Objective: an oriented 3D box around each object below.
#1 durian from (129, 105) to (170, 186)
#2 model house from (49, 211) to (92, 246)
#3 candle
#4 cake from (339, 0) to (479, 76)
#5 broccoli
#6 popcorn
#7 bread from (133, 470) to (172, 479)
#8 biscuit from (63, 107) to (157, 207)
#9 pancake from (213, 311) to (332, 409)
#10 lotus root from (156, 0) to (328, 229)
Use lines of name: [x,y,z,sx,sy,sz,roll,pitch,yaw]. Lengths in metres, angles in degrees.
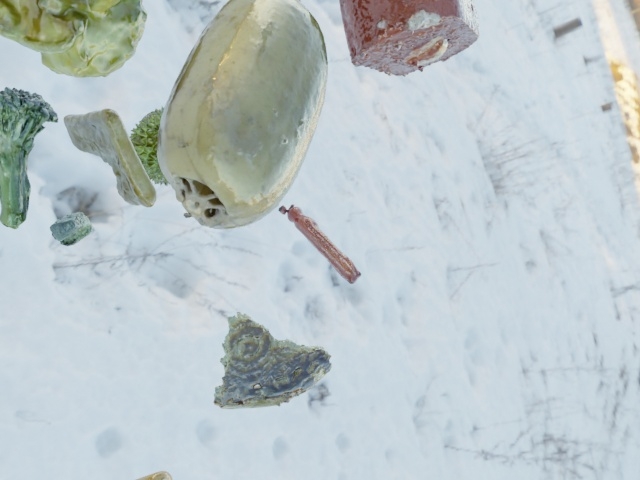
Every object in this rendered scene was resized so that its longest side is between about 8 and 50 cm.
durian: [-0.454,-0.288,2.052,0.225,0.291,0.291,50,33,-16]
model house: [-0.561,-0.022,1.511,0.066,0.078,0.083,61,6,-9]
candle: [0.000,0.000,1.783,0.048,0.051,0.329,23,18,-52]
cake: [0.149,-0.358,1.067,0.283,0.176,0.151,-8,88,-60]
broccoli: [-0.665,-0.178,1.481,0.165,0.145,0.304,-10,107,-66]
popcorn: [-0.318,-0.319,0.874,0.189,0.169,0.218,-56,133,-72]
bread: [-0.410,0.539,1.390,0.092,0.239,0.074,30,40,-62]
biscuit: [-0.360,-0.139,1.164,0.039,0.174,0.184,-39,116,-36]
pancake: [-0.119,0.241,1.411,0.265,0.057,0.245,-28,111,-19]
lotus root: [-0.069,-0.170,0.753,0.169,0.151,0.343,58,44,-51]
